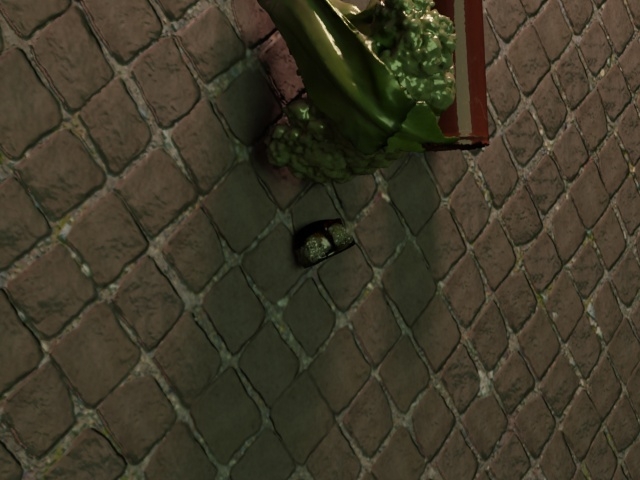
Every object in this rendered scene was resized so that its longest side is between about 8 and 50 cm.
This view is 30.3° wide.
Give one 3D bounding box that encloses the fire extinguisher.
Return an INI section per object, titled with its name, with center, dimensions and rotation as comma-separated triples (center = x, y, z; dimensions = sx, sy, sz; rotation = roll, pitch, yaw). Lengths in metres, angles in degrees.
[fire extinguisher]
center = 0.139, -0.284, 1.517
dimensions = 0.147, 0.106, 0.337
rotation = -3, 89, -20

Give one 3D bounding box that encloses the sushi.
[sushi]
center = 0.000, 0.000, 1.410
dimensions = 0.083, 0.044, 0.046
rotation = -23, 83, -44

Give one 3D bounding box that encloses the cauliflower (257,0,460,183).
[cauliflower]
center = 0.027, -0.206, 1.341
dimensions = 0.315, 0.256, 0.239
rotation = 48, 56, 5
